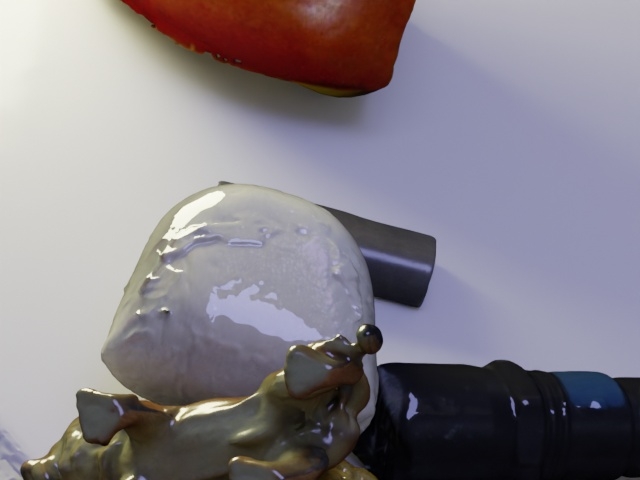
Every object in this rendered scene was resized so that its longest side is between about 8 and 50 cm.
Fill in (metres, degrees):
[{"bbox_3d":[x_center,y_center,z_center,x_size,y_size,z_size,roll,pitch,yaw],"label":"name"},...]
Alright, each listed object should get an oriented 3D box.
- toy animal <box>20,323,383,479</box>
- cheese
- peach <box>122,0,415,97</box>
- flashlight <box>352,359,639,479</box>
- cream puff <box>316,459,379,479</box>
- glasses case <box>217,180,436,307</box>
[{"bbox_3d":[-0.074,0.127,1.090,0.157,0.312,0.097,-3,79,-70],"label":"toy animal"},{"bbox_3d":[-0.048,0.052,1.240,0.198,0.154,0.189,15,58,-4],"label":"cheese"},{"bbox_3d":[-0.043,-0.309,1.561,0.380,0.242,0.306,34,39,14],"label":"peach"},{"bbox_3d":[0.232,0.143,1.308,0.424,0.103,0.103,2,45,-22],"label":"flashlight"},{"bbox_3d":[-0.002,0.198,1.120,0.119,0.133,0.104,-45,103,-23],"label":"cream puff"},{"bbox_3d":[0.002,0.000,1.403,0.191,0.042,0.072,15,35,-6],"label":"glasses case"}]
